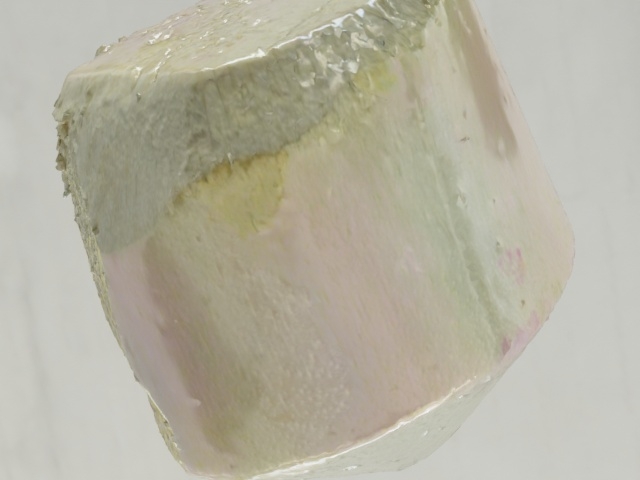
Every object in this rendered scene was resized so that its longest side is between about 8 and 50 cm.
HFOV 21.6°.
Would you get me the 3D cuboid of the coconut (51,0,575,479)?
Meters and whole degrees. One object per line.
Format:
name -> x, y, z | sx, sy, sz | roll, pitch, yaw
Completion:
coconut -> 0.000, 0.000, 1.032 | 0.297, 0.297, 0.310 | 7, -56, 51
